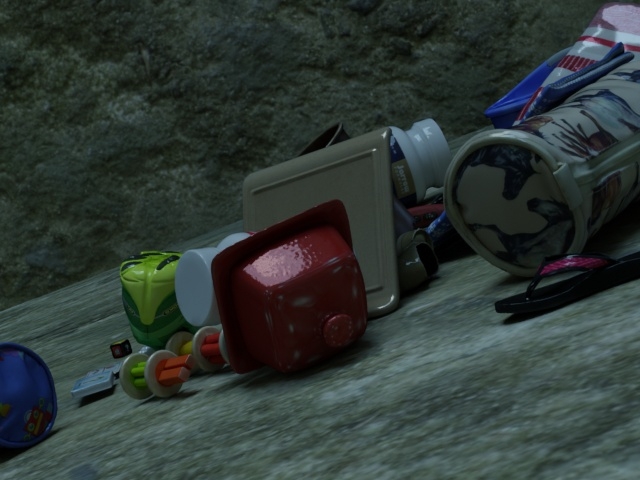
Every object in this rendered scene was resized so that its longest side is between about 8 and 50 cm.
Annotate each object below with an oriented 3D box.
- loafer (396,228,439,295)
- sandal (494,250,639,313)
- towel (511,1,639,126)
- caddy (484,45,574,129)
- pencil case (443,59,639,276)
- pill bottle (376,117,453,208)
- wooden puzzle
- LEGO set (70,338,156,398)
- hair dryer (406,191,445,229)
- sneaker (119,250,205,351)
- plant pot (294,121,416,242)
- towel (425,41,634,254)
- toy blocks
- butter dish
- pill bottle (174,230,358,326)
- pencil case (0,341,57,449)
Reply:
[{"bbox_3d":[0.116,0.025,1.593,0.050,0.056,0.148,-18,17,21],"label":"loafer"},{"bbox_3d":[0.240,0.024,1.215,0.179,0.040,0.067,-20,6,6],"label":"sandal"},{"bbox_3d":[0.434,-0.228,1.907,0.237,0.037,0.329,14,50,36],"label":"towel"},{"bbox_3d":[0.423,-0.220,2.117,0.341,0.179,0.241,-15,7,44],"label":"caddy"},{"bbox_3d":[0.301,-0.091,1.471,0.183,0.160,0.410,-31,-3,42],"label":"pencil case"},{"bbox_3d":[0.096,-0.114,2.396,0.264,0.153,0.153,-22,6,-8],"label":"pill bottle"},{"bbox_3d":[0.000,0.000,1.582,0.221,0.239,0.044,-16,-29,34],"label":"wooden puzzle"},{"bbox_3d":[-0.231,0.137,1.753,0.182,0.060,0.244,-17,5,-3],"label":"LEGO set"},{"bbox_3d":[0.113,-0.039,2.024,0.223,0.080,0.293,-18,7,20],"label":"hair dryer"},{"bbox_3d":[-0.189,0.076,1.674,0.109,0.123,0.295,4,2,10],"label":"sneaker"},{"bbox_3d":[0.025,-0.038,1.751,0.167,0.165,0.167,-43,11,11],"label":"plant pot"},{"bbox_3d":[0.241,-0.107,1.703,0.243,0.040,0.336,-30,-18,-50],"label":"towel"},{"bbox_3d":[-0.133,0.130,1.480,0.148,0.054,0.123,-14,8,46],"label":"toy blocks"},{"bbox_3d":[-0.010,0.066,1.334,0.160,0.160,0.118,-25,38,-23],"label":"butter dish"},{"bbox_3d":[-0.058,0.042,1.440,0.180,0.108,0.108,-6,-4,-35],"label":"pill bottle"},{"bbox_3d":[-0.451,0.204,1.566,0.306,0.119,0.133,-17,-22,33],"label":"pencil case"}]
